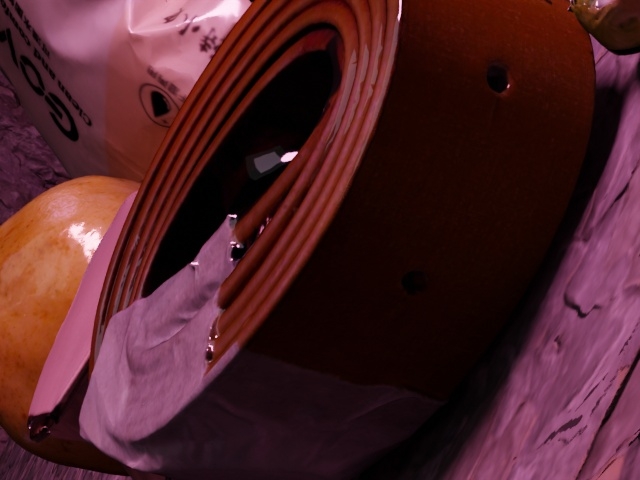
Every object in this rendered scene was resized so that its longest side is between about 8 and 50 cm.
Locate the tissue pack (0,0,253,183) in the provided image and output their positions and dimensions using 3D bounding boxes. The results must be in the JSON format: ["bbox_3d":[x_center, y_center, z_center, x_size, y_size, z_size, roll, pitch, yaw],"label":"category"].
[{"bbox_3d":[-0.156,-0.191,1.534,0.195,0.375,0.390,-22,-20,-21],"label":"tissue pack"}]

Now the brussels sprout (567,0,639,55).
[{"bbox_3d":[0.145,-0.118,0.865,0.083,0.046,0.051,-55,20,36],"label":"brussels sprout"}]

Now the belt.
[{"bbox_3d":[0.000,0.000,0.978,0.338,0.122,0.217,-51,33,39],"label":"belt"}]

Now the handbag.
[{"bbox_3d":[-0.097,0.071,1.201,0.179,0.116,0.205,-66,12,-12],"label":"handbag"}]

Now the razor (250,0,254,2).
[{"bbox_3d":[0.013,-0.188,1.511,0.349,0.113,0.204,154,138,-76],"label":"razor"}]

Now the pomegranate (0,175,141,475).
[{"bbox_3d":[-0.145,0.065,1.403,0.233,0.233,0.233,-60,11,19],"label":"pomegranate"}]
